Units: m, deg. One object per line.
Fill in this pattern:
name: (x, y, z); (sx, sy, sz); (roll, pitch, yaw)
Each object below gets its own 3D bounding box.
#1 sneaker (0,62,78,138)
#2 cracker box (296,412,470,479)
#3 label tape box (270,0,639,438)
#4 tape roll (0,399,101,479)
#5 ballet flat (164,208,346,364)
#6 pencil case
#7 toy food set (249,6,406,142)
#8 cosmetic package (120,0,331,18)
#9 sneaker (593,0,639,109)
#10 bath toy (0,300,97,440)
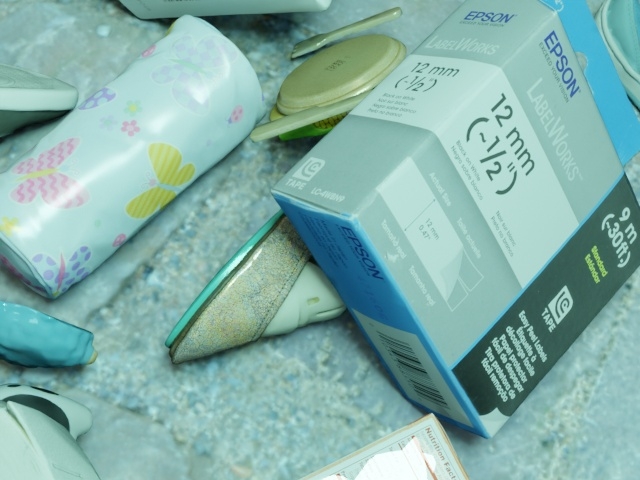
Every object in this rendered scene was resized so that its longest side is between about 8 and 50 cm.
sneaker: (-0.350, -0.071, 0.923); (0.296, 0.146, 0.105); (-11, 28, -37)
cracker box: (-0.014, 0.219, 0.807); (0.232, 0.155, 0.067); (-23, 73, -14)
label tape box: (0.161, -0.053, 0.878); (0.348, 0.115, 0.249); (-44, 123, -17)
tape roll: (-0.291, 0.270, 0.669); (0.392, 0.072, 0.391); (-10, 63, 19)
ballet flat: (0.000, 0.000, 0.920); (0.106, 0.107, 0.316); (37, 72, 1)
pencil case: (-0.173, -0.075, 0.924); (0.124, 0.113, 0.273); (34, 68, 28)
toy food set: (0.017, -0.136, 0.946); (0.133, 0.038, 0.192); (-16, 29, 22)
cosmetic package: (-0.051, -0.434, 0.981); (0.230, 0.161, 0.453); (5, 67, 34)
sneaker: (0.386, -0.143, 0.951); (0.127, 0.208, 0.319); (-38, 78, -18)
bath toy: (-0.270, 0.213, 0.801); (0.152, 0.129, 0.348); (-9, 66, 28)
